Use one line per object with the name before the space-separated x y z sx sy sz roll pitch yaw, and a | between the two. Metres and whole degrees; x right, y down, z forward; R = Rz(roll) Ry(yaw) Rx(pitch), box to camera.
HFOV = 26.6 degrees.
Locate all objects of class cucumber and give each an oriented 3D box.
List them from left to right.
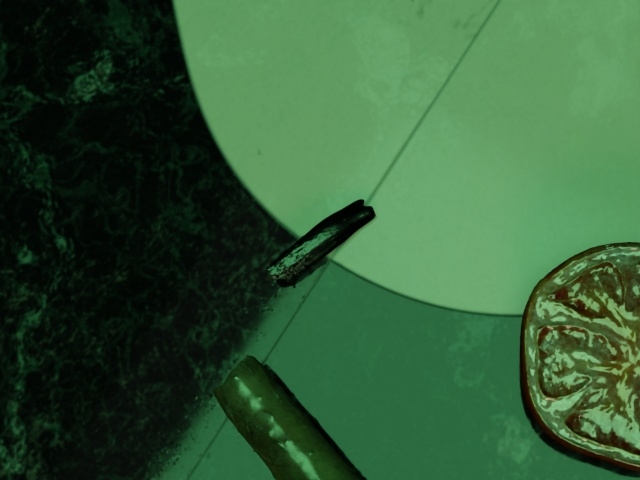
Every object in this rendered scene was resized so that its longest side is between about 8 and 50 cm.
cucumber | 0.000 -0.001 1.479 0.135 0.034 0.033 -39 71 -1

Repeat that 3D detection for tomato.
tomato | 0.314 0.123 1.378 0.236 0.095 0.237 -2 75 6

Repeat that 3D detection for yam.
yam | 0.023 0.275 1.398 0.083 0.083 0.371 -43 74 -2
